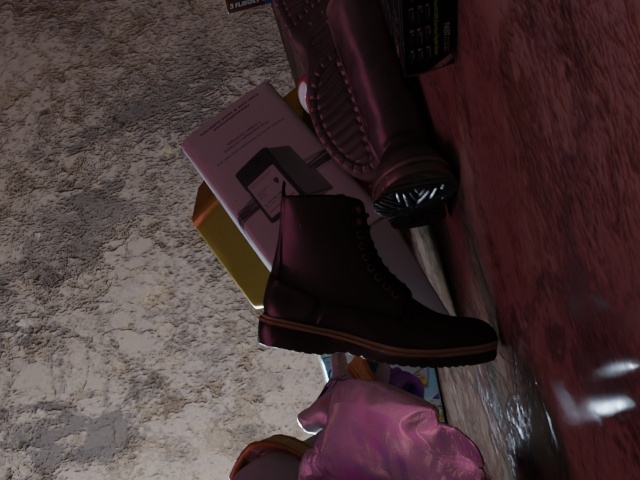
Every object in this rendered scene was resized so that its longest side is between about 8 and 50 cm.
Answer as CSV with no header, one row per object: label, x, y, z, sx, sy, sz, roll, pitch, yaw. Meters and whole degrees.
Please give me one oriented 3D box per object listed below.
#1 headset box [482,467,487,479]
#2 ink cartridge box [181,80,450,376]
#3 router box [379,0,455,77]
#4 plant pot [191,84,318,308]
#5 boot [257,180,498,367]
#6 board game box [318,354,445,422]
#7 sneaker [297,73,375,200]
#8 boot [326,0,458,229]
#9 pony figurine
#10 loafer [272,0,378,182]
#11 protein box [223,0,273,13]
headset box,0.060,0.351,1.307,0.246,0.283,0.131,-104,6,-47
ink cartridge box,0.000,0.000,1.469,0.289,0.122,0.211,51,177,48
router box,0.059,-0.180,0.950,0.122,0.038,0.092,79,175,-66
plant pot,-0.043,-0.039,1.780,0.212,0.187,0.212,56,-170,-17
boot,0.051,0.028,1.163,0.077,0.198,0.137,-45,-40,-84
board game box,0.079,0.186,1.932,0.142,0.144,0.275,-107,3,-48
sneaker,0.049,-0.107,1.600,0.128,0.087,0.221,64,-174,28
boot,0.058,-0.124,1.213,0.189,0.076,0.208,95,166,-79
pony figurine,0.003,0.238,1.164,0.351,0.363,0.302,32,152,48
loafer,0.035,-0.169,1.394,0.087,0.094,0.251,13,-128,-52
protein box,-0.079,-0.412,1.639,0.199,0.136,0.201,77,177,-51
